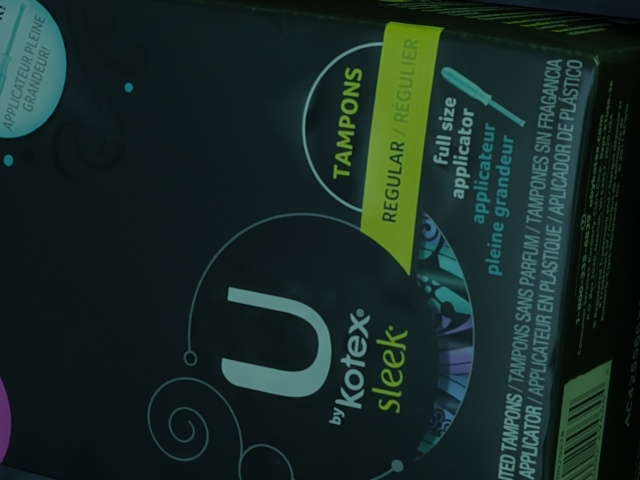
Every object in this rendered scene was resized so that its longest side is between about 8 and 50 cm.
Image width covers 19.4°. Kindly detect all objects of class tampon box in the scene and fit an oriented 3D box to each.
[{"bbox_3d":[0.000,0.000,0.453,0.161,0.101,0.120,10,101,25],"label":"tampon box"}]
